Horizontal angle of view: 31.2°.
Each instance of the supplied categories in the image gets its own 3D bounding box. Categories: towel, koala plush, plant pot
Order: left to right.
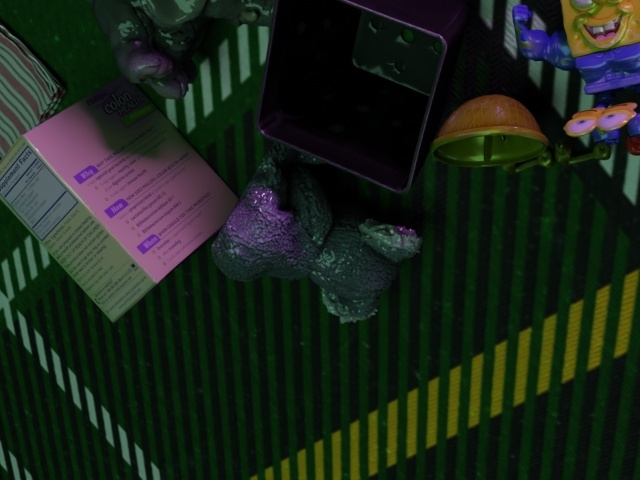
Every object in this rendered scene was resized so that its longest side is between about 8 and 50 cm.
[{"bbox_3d":[-0.452,-0.204,1.626,0.144,0.029,0.197,46,131,0],"label":"towel"},{"bbox_3d":[0.000,0.000,1.389,0.221,0.203,0.196,31,131,-4],"label":"koala plush"},{"bbox_3d":[0.063,-0.193,1.228,0.188,0.167,0.187,25,129,17],"label":"plant pot"}]

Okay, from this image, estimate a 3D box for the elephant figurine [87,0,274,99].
[{"bbox_3d":[-0.137,-0.292,1.320,0.239,0.186,0.169,-39,52,31],"label":"elephant figurine"}]

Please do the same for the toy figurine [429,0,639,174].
[{"bbox_3d":[0.285,-0.199,1.145,0.363,0.191,0.217,-7,84,42],"label":"toy figurine"}]

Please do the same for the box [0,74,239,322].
[{"bbox_3d":[-0.259,-0.059,1.476,0.243,0.213,0.117,49,131,-4],"label":"box"}]
